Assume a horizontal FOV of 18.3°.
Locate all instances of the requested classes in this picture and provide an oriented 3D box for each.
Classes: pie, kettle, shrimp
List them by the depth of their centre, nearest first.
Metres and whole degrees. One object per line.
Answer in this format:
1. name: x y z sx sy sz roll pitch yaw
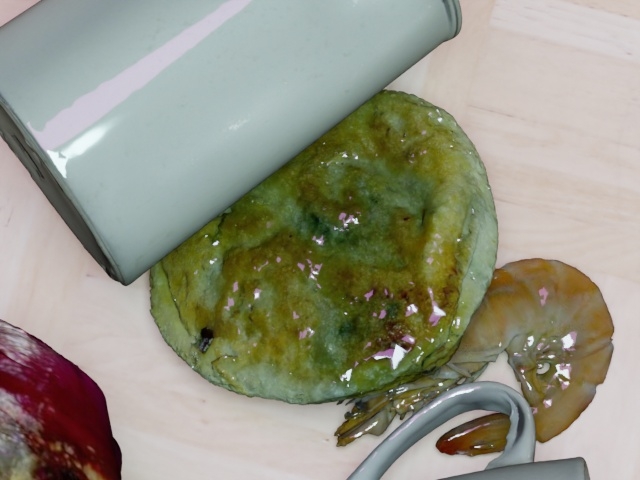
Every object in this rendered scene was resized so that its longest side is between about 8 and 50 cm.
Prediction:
1. kettle: -0.079 -0.134 1.471 0.318 0.265 0.205 -38 79 -9
2. pie: 0.000 0.000 1.498 0.277 0.078 0.277 -6 59 9
3. shrimp: 0.120 0.105 1.511 0.236 0.053 0.133 -31 95 -10

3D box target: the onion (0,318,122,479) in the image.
1. onion: -0.354 0.194 1.305 0.420 0.398 0.398 33 76 -17

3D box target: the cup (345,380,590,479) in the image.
1. cup: 0.083 0.224 1.413 0.234 0.186 0.258 -6 59 9
